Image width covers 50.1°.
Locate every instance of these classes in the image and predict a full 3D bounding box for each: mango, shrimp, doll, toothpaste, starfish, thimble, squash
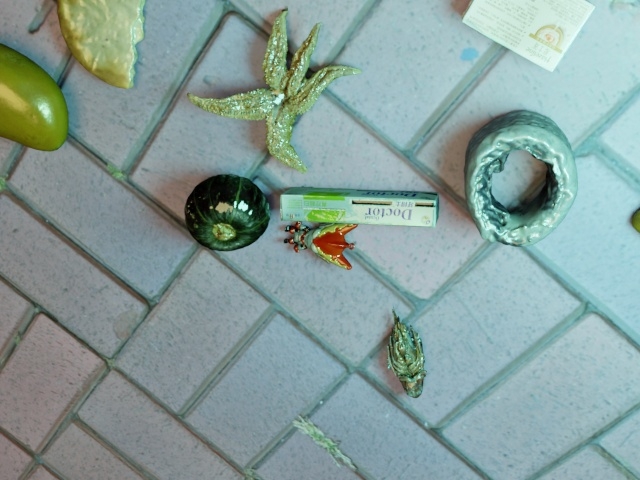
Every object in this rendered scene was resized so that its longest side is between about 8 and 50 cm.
[{"bbox_3d":[-0.717,-0.329,1.565,0.317,0.173,0.211,31,117,-6],"label":"mango"},{"bbox_3d":[0.194,0.259,1.597,0.090,0.079,0.232,-13,102,16],"label":"shrimp"},{"bbox_3d":[0.000,0.000,1.558,0.169,0.057,0.109,11,98,26],"label":"doll"},{"bbox_3d":[0.085,-0.074,1.486,0.337,0.081,0.067,3,109,15],"label":"toothpaste"},{"bbox_3d":[-0.080,-0.334,1.425,0.302,0.084,0.293,34,113,-4],"label":"starfish"},{"bbox_3d":[0.384,-0.119,1.338,0.217,0.157,0.245,13,115,11],"label":"thimble"},{"bbox_3d":[-0.209,-0.061,1.538,0.193,0.156,0.193,-3,116,-5],"label":"squash"}]

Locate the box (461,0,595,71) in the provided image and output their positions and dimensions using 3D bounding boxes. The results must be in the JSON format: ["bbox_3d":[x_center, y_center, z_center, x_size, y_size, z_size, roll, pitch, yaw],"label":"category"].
[{"bbox_3d":[0.379,-0.418,1.259,0.199,0.081,0.135,32,118,4],"label":"box"}]

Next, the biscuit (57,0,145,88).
[{"bbox_3d":[-0.474,-0.502,1.491,0.205,0.040,0.308,18,115,8],"label":"biscuit"}]

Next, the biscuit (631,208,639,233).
[{"bbox_3d":[0.779,-0.061,1.302,0.237,0.062,0.290,40,118,-4],"label":"biscuit"}]
